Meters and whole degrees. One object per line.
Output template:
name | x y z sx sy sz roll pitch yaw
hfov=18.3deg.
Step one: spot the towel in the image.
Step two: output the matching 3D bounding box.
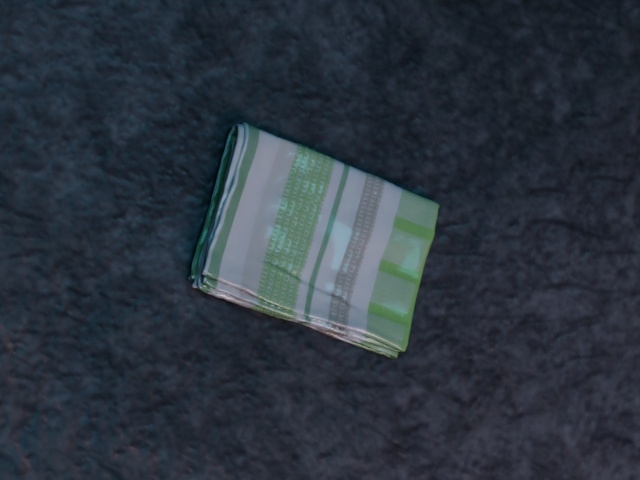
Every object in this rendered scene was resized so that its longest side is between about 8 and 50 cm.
towel | 0.000 0.000 1.259 0.152 0.023 0.113 21 75 -20
